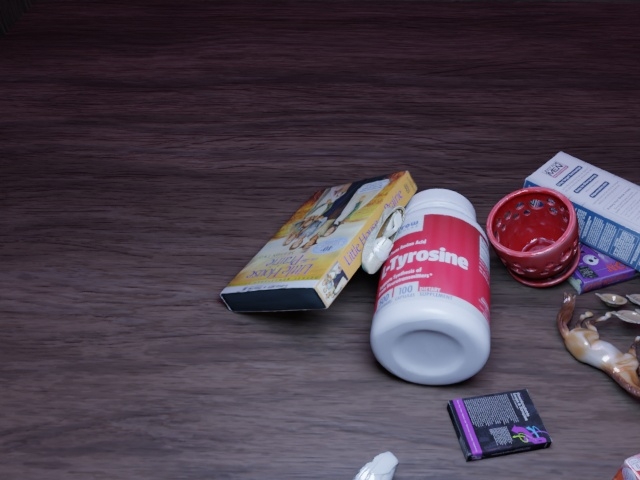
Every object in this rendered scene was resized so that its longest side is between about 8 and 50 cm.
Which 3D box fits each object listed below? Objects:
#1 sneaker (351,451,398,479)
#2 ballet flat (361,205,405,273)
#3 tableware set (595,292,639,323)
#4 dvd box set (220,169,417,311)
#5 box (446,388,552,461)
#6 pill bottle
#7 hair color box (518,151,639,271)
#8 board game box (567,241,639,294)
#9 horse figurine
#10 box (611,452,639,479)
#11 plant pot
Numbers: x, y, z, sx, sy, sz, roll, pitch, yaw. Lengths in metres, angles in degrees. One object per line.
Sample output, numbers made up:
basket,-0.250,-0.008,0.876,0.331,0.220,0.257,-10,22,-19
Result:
sneaker,0.081,0.459,1.010,0.115,0.090,0.232,27,57,18
ballet flat,0.132,-0.008,1.282,0.057,0.052,0.168,36,58,-22
tableware set,0.694,0.143,1.349,0.169,0.020,0.141,-2,19,-13
dvd box set,0.000,0.000,1.406,0.308,0.062,0.420,-8,32,45
box,0.333,0.345,1.166,0.162,0.029,0.116,-7,43,-6
pill bottle,0.240,0.079,1.312,0.229,0.229,0.407,7,43,8
hair color box,0.683,-0.074,1.504,0.174,0.105,0.347,-33,52,-32
board game box,0.725,0.008,1.526,0.347,0.056,0.208,-13,48,-14
horse figurine,0.589,0.219,1.278,0.174,0.066,0.263,-28,51,-35
box,0.627,0.408,1.025,0.257,0.122,0.128,-13,43,-14
plant pot,0.490,0.002,1.412,0.191,0.174,0.191,-15,48,18
